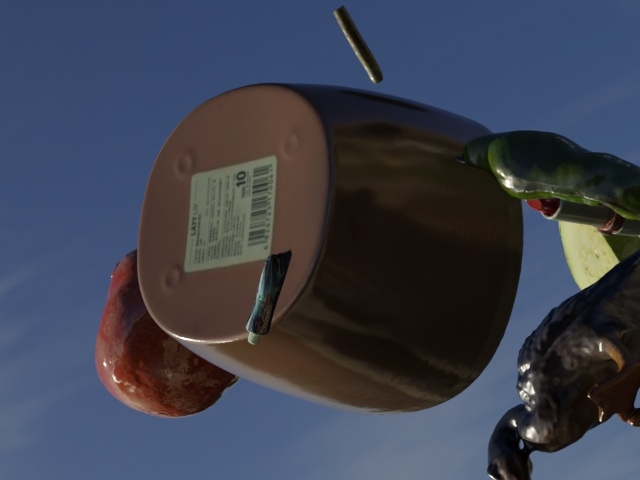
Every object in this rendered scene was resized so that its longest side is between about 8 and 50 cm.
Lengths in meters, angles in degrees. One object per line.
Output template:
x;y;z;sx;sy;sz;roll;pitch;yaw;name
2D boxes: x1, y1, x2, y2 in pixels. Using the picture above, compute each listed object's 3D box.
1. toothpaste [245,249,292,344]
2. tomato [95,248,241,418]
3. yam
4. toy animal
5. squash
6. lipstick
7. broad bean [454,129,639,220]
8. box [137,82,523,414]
-0.040;0.042;1.253;0.027;0.019;0.083;-17;-46;-47;toothpaste
-0.165;0.106;1.973;0.185;0.208;0.208;11;-37;-6;tomato
0.052;-0.264;2.277;0.021;0.116;0.021;-29;0;0;yam
0.268;0.120;1.612;0.298;0.122;0.185;-62;20;-5;toy animal
0.422;0.001;2.473;0.133;0.220;0.220;-30;-24;4;squash
0.335;-0.041;2.184;0.186;0.063;0.057;7;-78;-34;lipstick
0.183;-0.044;1.219;0.046;0.195;0.061;-12;-53;-53;broad bean
0.000;0.000;1.441;0.216;0.301;0.301;18;-55;-45;box
